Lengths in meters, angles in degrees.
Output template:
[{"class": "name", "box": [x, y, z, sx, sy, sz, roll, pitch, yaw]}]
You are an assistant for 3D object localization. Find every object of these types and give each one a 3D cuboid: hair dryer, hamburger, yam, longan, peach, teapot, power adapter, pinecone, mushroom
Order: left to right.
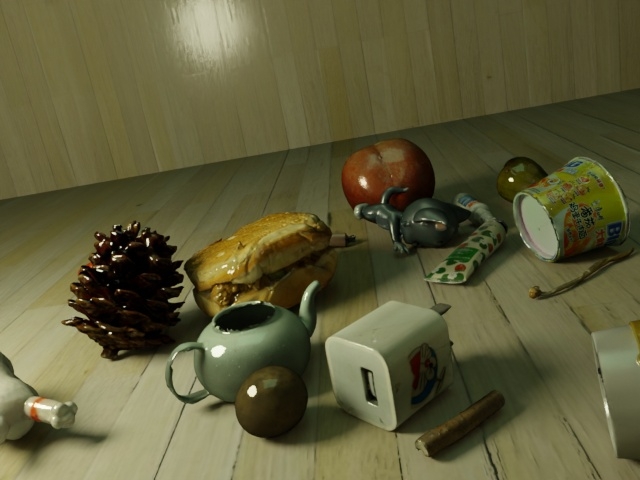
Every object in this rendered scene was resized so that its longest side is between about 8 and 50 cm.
[{"class": "pinecone", "box": [-0.371, 0.100, 1.252, 0.224, 0.272, 0.224, 17, -11, 3]}, {"class": "teapot", "box": [-0.114, 0.173, 1.045, 0.294, 0.129, 0.193, -20, 19, -28]}, {"class": "hamburger", "box": [-0.126, 0.050, 1.360, 0.305, 0.174, 0.284, -22, 19, -31]}, {"class": "longan", "box": [-0.071, 0.231, 0.912, 0.106, 0.106, 0.119, -17, -20, -20]}, {"class": "hair dryer", "box": [0.000, 0.000, 1.639, 0.182, 0.064, 0.117, -3, 19, 8]}, {"class": "peach", "box": [0.185, -0.154, 1.718, 0.252, 0.252, 0.252, -10, 18, 3]}, {"class": "power adapter", "box": [0.126, 0.162, 0.939, 0.205, 0.130, 0.125, -26, 23, -37]}, {"class": "yam", "box": [0.184, 0.238, 0.833, 0.145, 0.032, 0.032, -22, 21, -30]}, {"class": "mushroom", "box": [0.504, 0.062, 1.215, 0.286, 0.028, 0.026, -17, -23, -23]}]

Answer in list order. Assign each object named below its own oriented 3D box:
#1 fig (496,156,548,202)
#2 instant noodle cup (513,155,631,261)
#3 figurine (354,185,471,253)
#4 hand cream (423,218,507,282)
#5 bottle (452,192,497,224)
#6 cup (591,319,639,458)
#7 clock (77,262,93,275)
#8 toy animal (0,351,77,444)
[{"class": "fig", "box": [0.567, -0.165, 1.709, 0.185, 0.126, 0.133, -4, 5, 31]}, {"class": "instant noodle cup", "box": [0.502, -0.052, 1.312, 0.153, 0.205, 0.205, -23, 19, -6]}, {"class": "figurine", "box": [0.221, -0.055, 1.554, 0.265, 0.140, 0.193, 32, 21, 32]}, {"class": "hand cream", "box": [0.326, 0.026, 1.373, 0.095, 0.059, 0.276, 2, 26, 40]}, {"class": "bottle", "box": [0.396, -0.071, 1.626, 0.060, 0.060, 0.217, -12, 19, -4]}, {"class": "cup", "box": [0.426, 0.179, 0.687, 0.226, 0.185, 0.241, -10, 48, 20]}, {"class": "clock", "box": [-0.564, 0.068, 1.763, 0.205, 0.051, 0.205, -11, 17, 3]}, {"class": "toy animal", "box": [-0.512, 0.267, 1.019, 0.282, 0.138, 0.140, 27, 44, 26]}]
